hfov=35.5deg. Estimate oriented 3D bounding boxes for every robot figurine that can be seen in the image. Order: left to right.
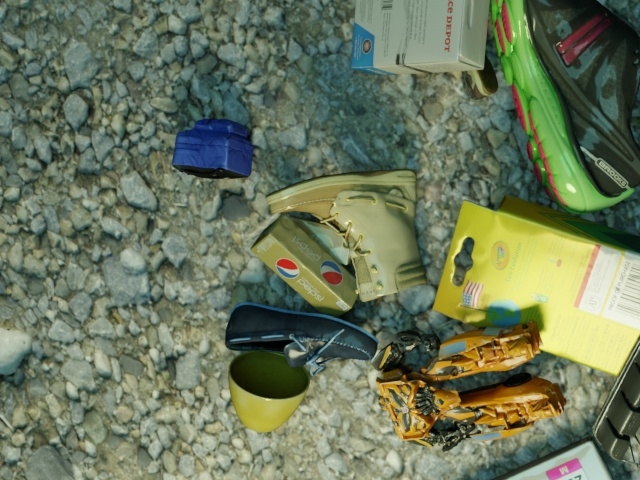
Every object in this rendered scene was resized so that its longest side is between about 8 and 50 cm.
[{"bbox_3d":[0.215,0.227,1.545,0.291,0.085,0.211,-18,101,26],"label":"robot figurine"}]

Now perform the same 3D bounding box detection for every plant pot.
[{"bbox_3d":[-0.091,0.257,1.641,0.134,0.134,0.095,19,118,13],"label":"plant pot"}]

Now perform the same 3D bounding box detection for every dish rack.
[{"bbox_3d":[0.564,0.265,1.466,0.272,0.074,0.208,17,115,-4],"label":"dish rack"}]

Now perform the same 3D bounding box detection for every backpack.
[{"bbox_3d":[-0.183,-0.152,1.679,0.120,0.098,0.101,1,80,26],"label":"backpack"}]

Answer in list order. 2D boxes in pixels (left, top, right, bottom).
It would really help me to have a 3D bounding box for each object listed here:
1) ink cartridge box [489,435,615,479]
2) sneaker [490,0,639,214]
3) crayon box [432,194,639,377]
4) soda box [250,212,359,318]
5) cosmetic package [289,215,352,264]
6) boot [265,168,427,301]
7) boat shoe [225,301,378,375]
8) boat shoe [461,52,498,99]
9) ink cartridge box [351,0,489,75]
[{"bbox_3d":[0.352,0.470,1.555,0.275,0.060,0.238,-28,82,12],"label":"ink cartridge box"},{"bbox_3d":[0.385,-0.285,1.520,0.202,0.185,0.482,-15,92,-1],"label":"sneaker"},{"bbox_3d":[0.350,0.061,1.518,0.319,0.081,0.202,20,115,13],"label":"crayon box"},{"bbox_3d":[-0.021,0.044,1.612,0.181,0.061,0.058,43,134,-10],"label":"soda box"},{"bbox_3d":[0.000,0.000,1.657,0.115,0.041,0.060,12,92,13],"label":"cosmetic package"},{"bbox_3d":[0.047,-0.003,1.569,0.262,0.095,0.203,-7,90,-31],"label":"boot"},{"bbox_3d":[-0.033,0.172,1.632,0.258,0.109,0.089,6,58,26],"label":"boat shoe"},{"bbox_3d":[0.235,-0.297,1.599,0.049,0.056,0.152,-26,74,45],"label":"boat shoe"},{"bbox_3d":[0.156,-0.340,1.566,0.203,0.086,0.148,5,90,37],"label":"ink cartridge box"}]
